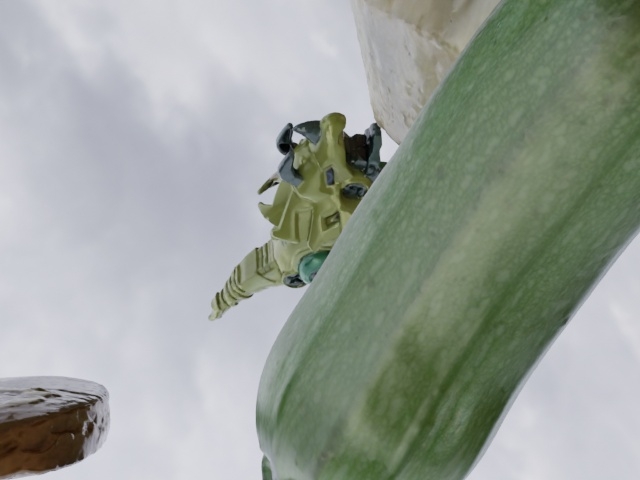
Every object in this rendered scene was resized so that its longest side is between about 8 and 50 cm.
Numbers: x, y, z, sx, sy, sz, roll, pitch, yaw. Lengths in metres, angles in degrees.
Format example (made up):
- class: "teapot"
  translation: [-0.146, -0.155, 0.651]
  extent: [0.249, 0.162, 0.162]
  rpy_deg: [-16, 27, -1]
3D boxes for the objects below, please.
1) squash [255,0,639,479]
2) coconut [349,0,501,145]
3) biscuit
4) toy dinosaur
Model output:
- class: "squash"
  translation: [0.045, -0.001, 0.399]
  extent: [0.068, 0.219, 0.077]
  rpy_deg: [17, -158, -38]
- class: "coconut"
  translation: [0.149, -0.146, 0.884]
  extent: [0.259, 0.259, 0.259]
  rpy_deg: [39, -153, -24]
- class: "biscuit"
  translation: [-0.277, 0.125, 0.949]
  extent: [0.262, 0.277, 0.052]
  rpy_deg: [60, -156, -89]
- class: "toy dinosaur"
  translation: [0.000, 0.000, 1.132]
  extent: [0.153, 0.259, 0.094]
  rpy_deg: [17, -134, -22]
